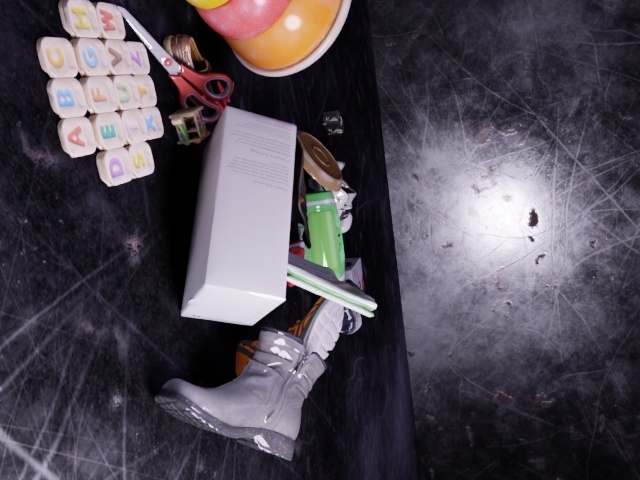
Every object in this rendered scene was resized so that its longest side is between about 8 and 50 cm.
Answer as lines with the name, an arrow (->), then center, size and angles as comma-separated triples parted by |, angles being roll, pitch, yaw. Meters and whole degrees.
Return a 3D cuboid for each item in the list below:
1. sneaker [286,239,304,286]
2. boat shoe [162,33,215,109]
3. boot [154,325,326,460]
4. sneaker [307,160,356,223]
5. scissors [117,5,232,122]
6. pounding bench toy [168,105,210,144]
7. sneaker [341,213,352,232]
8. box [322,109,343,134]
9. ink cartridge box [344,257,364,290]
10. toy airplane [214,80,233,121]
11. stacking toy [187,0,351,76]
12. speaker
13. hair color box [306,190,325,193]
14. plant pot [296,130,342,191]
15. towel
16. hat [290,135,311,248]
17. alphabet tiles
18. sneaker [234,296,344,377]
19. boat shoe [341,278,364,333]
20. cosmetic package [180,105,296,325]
sneaker -> -0.080, 0.065, 1.605 | 0.221, 0.087, 0.128 | -9, 93, -72
boat shoe -> -0.251, -0.336, 1.198 | 0.178, 0.060, 0.064 | 64, 26, -50
boot -> -0.139, 0.257, 1.112 | 0.338, 0.118, 0.222 | 41, 61, -43
sneaker -> 0.053, -0.111, 2.003 | 0.122, 0.146, 0.330 | -64, 146, -62
scissors -> -0.284, -0.319, 1.127 | 0.297, 0.109, 0.021 | 24, 20, -51
pounding bench toy -> -0.258, -0.216, 1.153 | 0.083, 0.052, 0.065 | -63, 145, -60
sneaker -> 0.060, -0.129, 2.176 | 0.094, 0.080, 0.212 | 43, 37, -49
box -> 0.047, -0.440, 2.217 | 0.083, 0.062, 0.052 | 50, 39, -63
ink cartridge box -> 0.107, 0.149, 2.220 | 0.175, 0.072, 0.127 | -44, 127, -70
toy airplane -> -0.218, -0.301, 1.353 | 0.151, 0.028, 0.151 | -5, 90, -75
stacking toy -> -0.186, -0.552, 1.179 | 0.480, 0.351, 0.350 | 3, 82, -57
speaker -> 0.000, 0.000, 1.817 | 0.131, 0.131, 0.296 | -30, 114, -72
hair color box -> -0.008, -0.084, 1.912 | 0.043, 0.072, 0.141 | -65, 145, -59
plant pot -> -0.007, -0.252, 1.825 | 0.236, 0.032, 0.236 | 41, 25, -24
towel -> -0.030, 0.068, 1.315 | 0.038, 0.248, 0.325 | -65, -161, 3
hat -> -0.102, -0.128, 1.506 | 0.331, 0.134, 0.331 | 176, -90, -88
alphabet tiles -> -0.336, -0.237, 0.957 | 0.278, 0.021, 0.284 | -45, 129, -68
sneaker -> -0.084, 0.232, 1.340 | 0.321, 0.180, 0.124 | -56, 141, -30
boat shoe -> 0.048, 0.257, 1.963 | 0.158, 0.127, 0.340 | -39, 157, -22
cosmetic package -> -0.157, -0.042, 1.138 | 0.197, 0.155, 0.365 | 141, -44, -58
